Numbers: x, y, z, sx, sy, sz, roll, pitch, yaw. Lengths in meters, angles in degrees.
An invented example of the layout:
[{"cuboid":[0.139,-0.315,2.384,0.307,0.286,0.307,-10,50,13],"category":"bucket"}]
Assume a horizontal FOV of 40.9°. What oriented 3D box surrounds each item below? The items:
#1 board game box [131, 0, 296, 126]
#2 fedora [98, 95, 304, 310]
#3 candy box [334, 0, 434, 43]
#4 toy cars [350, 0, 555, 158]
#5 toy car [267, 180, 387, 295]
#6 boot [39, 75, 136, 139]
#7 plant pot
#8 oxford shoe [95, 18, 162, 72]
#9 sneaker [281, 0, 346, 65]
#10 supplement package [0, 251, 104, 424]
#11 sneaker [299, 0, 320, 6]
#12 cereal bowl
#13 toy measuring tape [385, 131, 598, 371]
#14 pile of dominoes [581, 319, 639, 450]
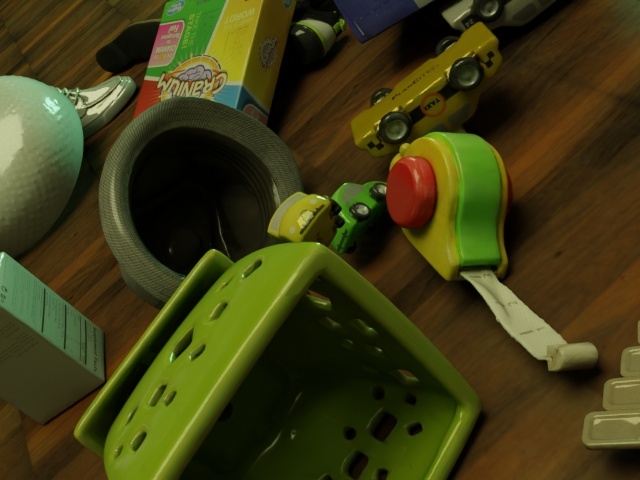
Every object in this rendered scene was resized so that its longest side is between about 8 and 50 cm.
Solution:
[{"cuboid":[-0.167,-0.227,1.264,0.242,0.064,0.317,-5,66,41],"category":"board game box"},{"cuboid":[-0.148,-0.022,1.011,0.124,0.243,0.275,-47,31,49],"category":"fedora"},{"cuboid":[0.164,-0.428,1.128,0.268,0.122,0.317,-23,27,33],"category":"candy box"},{"cuboid":[0.186,-0.224,0.992,0.394,0.087,0.176,-53,25,-23],"category":"toy cars"},{"cuboid":[0.000,0.000,0.880,0.053,0.239,0.225,34,46,13],"category":"toy car"},{"cuboid":[-0.479,-0.252,1.609,0.258,0.123,0.095,-36,35,8],"category":"boot"},{"cuboid":[-0.046,0.146,0.701,0.207,0.227,0.228,7,57,55],"category":"plant pot"},{"cuboid":[-0.356,-0.401,1.703,0.212,0.076,0.076,-9,35,36],"category":"oxford shoe"},{"cuboid":[-0.045,-0.325,1.332,0.097,0.084,0.234,-43,41,-19],"category":"sneaker"},{"cuboid":[-0.364,0.122,1.052,0.105,0.179,0.105,-35,36,9],"category":"supplement package"},{"cuboid":[-0.005,-0.496,1.450,0.275,0.107,0.110,-50,27,-13],"category":"sneaker"},{"cuboid":[-0.577,-0.137,1.468,0.339,0.141,0.339,-12,65,27],"category":"cereal bowl"},{"cuboid":[0.146,-0.018,0.773,0.121,0.121,0.330,-40,36,2],"category":"toy measuring tape"},{"cuboid":[0.320,0.079,0.599,0.196,0.040,0.251,6,48,47],"category":"pile of dominoes"}]
